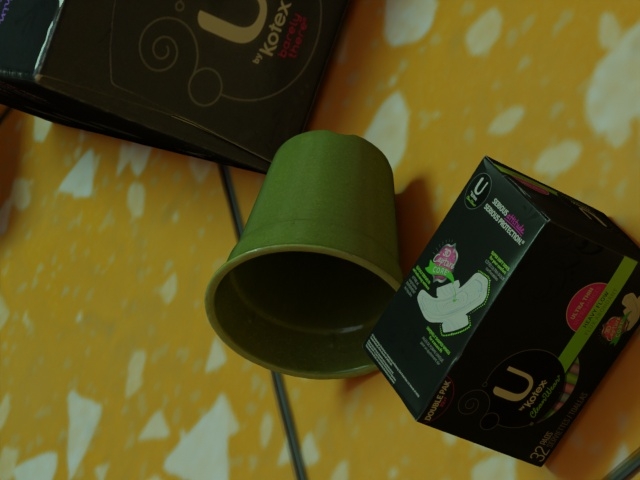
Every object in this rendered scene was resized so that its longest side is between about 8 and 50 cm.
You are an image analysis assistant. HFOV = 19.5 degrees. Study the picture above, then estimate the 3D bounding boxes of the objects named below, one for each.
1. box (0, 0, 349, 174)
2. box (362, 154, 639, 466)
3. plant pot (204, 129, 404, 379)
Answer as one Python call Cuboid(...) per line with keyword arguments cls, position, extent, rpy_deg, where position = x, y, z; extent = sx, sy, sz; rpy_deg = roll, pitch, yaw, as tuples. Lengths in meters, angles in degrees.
Cuboid(cls="box", position=(-0.112, -0.141, 0.916), extent=(0.270, 0.143, 0.165), rpy_deg=(17, 88, 56))
Cuboid(cls="box", position=(0.067, 0.025, 0.648), extent=(0.083, 0.062, 0.052), rpy_deg=(-58, 33, 15))
Cuboid(cls="plant pot", position=(0.000, 0.000, 0.751), extent=(0.083, 0.083, 0.079), rpy_deg=(-35, 34, 39))
